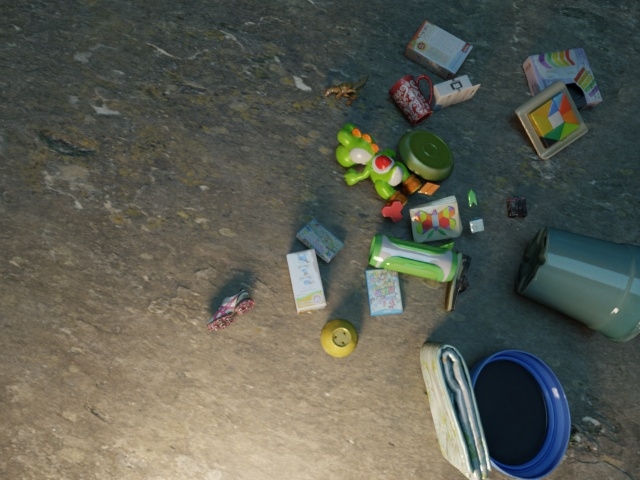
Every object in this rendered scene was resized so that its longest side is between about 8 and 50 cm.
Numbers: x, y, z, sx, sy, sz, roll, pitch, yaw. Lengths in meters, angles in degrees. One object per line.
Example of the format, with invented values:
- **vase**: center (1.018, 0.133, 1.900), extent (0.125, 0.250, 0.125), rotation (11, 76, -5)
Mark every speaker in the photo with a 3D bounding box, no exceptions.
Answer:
- **speaker**: center (0.328, 0.062, 1.523), extent (0.296, 0.131, 0.131), rotation (13, 76, 0)

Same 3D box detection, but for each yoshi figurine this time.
- **yoshi figurine**: center (0.193, -0.279, 1.613), extent (0.362, 0.203, 0.203), rotation (46, 119, -5)

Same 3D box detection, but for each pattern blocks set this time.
- **pattern blocks set**: center (0.413, -0.072, 1.537), extent (0.324, 0.026, 0.286), rotation (-24, 108, 13)

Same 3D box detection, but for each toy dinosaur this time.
- **toy dinosaur**: center (0.120, -0.617, 1.722), extent (0.211, 0.064, 0.112), rotation (-16, 76, -6)

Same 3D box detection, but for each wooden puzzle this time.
- **wooden puzzle**: center (0.917, -0.476, 1.678), extent (0.220, 0.044, 0.239), rotation (-34, 97, 1)

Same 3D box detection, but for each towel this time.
- **towel**: center (0.398, 0.505, 1.322), extent (0.090, 0.320, 0.375), rotation (-10, 77, -2)

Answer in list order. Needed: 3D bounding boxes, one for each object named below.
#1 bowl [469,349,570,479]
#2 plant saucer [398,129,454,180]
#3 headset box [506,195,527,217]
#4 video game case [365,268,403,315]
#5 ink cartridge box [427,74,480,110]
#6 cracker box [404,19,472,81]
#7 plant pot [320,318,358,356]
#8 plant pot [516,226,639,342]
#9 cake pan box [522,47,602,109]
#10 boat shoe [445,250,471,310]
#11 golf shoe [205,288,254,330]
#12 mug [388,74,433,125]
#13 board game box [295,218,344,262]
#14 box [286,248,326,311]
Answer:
- **bowl**: center (0.637, 0.560, 1.395), extent (0.390, 0.077, 0.392), rotation (5, 72, -17)
- **plant saucer**: center (0.415, -0.338, 1.633), extent (0.240, 0.037, 0.241), rotation (9, 60, -16)
- **headset box**: center (0.756, -0.131, 1.639), extent (0.062, 0.032, 0.084), rotation (1, 78, -2)
- **video game case**: center (0.231, 0.186, 1.551), extent (0.119, 0.015, 0.167), rotation (-5, 77, -3)
- **ink cartridge box**: center (0.534, -0.597, 1.710), extent (0.180, 0.104, 0.060), rotation (-20, 76, -7)
- **cracker box**: center (0.491, -0.790, 1.775), extent (0.232, 0.067, 0.156), rotation (33, 78, 7)
- **plant pot**: center (0.068, 0.335, 1.467), extent (0.134, 0.095, 0.134), rotation (1, 76, -2)
- **plant pot**: center (0.883, 0.124, 1.447), extent (0.333, 0.341, 0.341), rotation (20, 76, 11)
- **cake pan box**: center (0.997, -0.650, 1.759), extent (0.245, 0.070, 0.267), rotation (-9, 78, -2)
- **boat shoe**: center (0.502, 0.150, 1.537), extent (0.073, 0.080, 0.224), rotation (13, 72, 7)
- **golf shoe**: center (-0.325, 0.246, 1.499), extent (0.186, 0.068, 0.086), rotation (-34, 53, -9)
- **mug**: center (0.374, -0.561, 1.680), extent (0.113, 0.150, 0.169), rotation (-24, 80, -46)
- **board game box**: center (0.000, 0.000, 1.560), extent (0.154, 0.026, 0.103), rotation (40, 49, 8)
- **box**: center (-0.051, 0.147, 1.499), extent (0.103, 0.114, 0.203), rotation (-11, 75, -6)
